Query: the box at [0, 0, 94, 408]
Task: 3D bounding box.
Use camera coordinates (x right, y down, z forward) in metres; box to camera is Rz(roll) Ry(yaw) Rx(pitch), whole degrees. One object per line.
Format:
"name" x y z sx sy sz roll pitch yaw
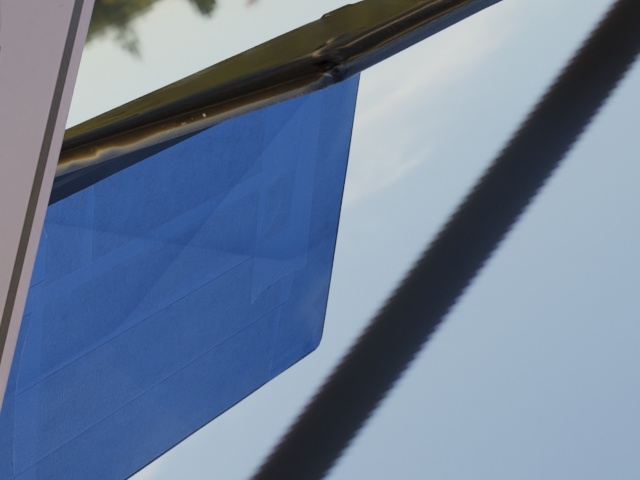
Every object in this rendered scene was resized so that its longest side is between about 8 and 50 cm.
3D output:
"box" -0.125 -0.064 0.344 0.169 0.290 0.087 1 164 43

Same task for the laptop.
"laptop" 0.000 0.000 1.006 0.408 0.236 0.382 -14 -168 40
